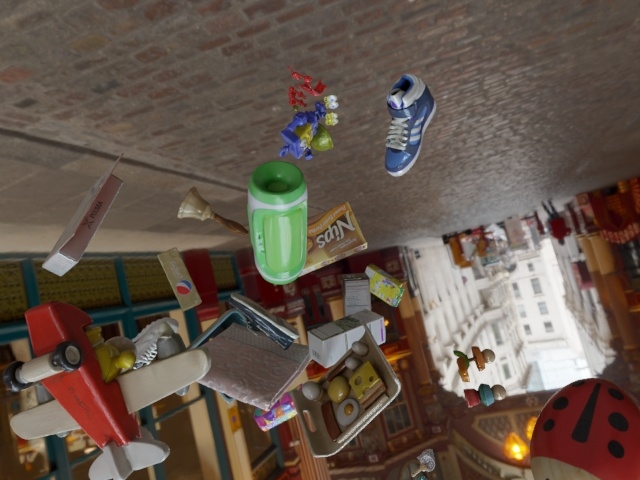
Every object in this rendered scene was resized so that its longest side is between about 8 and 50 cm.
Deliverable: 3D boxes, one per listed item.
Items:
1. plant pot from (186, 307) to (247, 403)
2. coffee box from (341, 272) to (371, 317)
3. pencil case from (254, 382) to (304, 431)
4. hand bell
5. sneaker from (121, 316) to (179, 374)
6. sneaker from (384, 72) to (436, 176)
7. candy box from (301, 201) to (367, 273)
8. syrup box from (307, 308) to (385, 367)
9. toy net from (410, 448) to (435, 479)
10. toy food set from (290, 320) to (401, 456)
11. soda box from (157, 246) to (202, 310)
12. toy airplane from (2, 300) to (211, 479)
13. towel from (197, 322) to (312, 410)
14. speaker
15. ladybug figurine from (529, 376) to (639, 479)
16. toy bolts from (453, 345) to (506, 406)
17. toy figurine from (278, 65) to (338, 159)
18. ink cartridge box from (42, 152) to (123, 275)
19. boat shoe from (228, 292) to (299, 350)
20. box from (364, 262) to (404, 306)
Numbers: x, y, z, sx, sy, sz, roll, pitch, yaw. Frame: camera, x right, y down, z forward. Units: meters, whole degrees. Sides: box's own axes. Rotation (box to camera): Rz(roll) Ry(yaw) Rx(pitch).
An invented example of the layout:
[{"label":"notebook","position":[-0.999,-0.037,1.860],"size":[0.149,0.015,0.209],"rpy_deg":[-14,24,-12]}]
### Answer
[{"label":"plant pot","position":[-0.364,0.425,1.799],"size":[0.248,0.247,0.252],"rpy_deg":[-44,-169,-22]},{"label":"coffee box","position":[0.135,0.253,1.754],"size":[0.098,0.247,0.141],"rpy_deg":[-3,-177,-2]},{"label":"pencil case","position":[-0.140,0.647,1.826],"size":[0.236,0.105,0.104],"rpy_deg":[-29,172,6]},{"label":"hand bell","position":[-0.365,-0.079,1.659],"size":[0.241,0.126,0.126],"rpy_deg":[28,168,-3]},{"label":"sneaker","position":[-0.529,0.332,1.440],"size":[0.235,0.095,0.090],"rpy_deg":[-38,132,-6]},{"label":"sneaker","position":[0.266,-0.406,1.608],"size":[0.130,0.323,0.236],"rpy_deg":[27,-177,39]},{"label":"candy box","position":[0.000,0.000,1.804],"size":[0.316,0.183,0.087],"rpy_deg":[-22,164,-2]},{"label":"syrup box","position":[0.084,0.301,1.469],"size":[0.236,0.097,0.093],"rpy_deg":[-14,-163,-31]},{"label":"toy net","position":[0.405,0.928,1.849],"size":[0.122,0.045,0.232],"rpy_deg":[1,-134,40]},{"label":"toy food set","position":[0.057,0.391,1.260],"size":[0.092,0.220,0.306],"rpy_deg":[35,104,-34]},{"label":"soda box","position":[-0.417,0.115,1.392],"size":[0.061,0.181,0.058],"rpy_deg":[-25,175,-19]},{"label":"toy airplane","position":[-0.469,0.329,1.048],"size":[0.385,0.385,0.272],"rpy_deg":[19,-159,-9]},{"label":"towel","position":[-0.228,0.378,1.474],"size":[0.331,0.054,0.317],"rpy_deg":[14,-159,22]},{"label":"speaker","position":[-0.094,-0.030,1.061],"size":[0.131,0.131,0.297],"rpy_deg":[-13,140,-14]},{"label":"ladybug figurine","position":[0.784,0.579,1.385],"size":[0.305,0.162,0.449],"rpy_deg":[5,-134,41]},{"label":"toy bolts","position":[0.629,0.532,1.833],"size":[0.158,0.229,0.218],"rpy_deg":[-14,169,10]},{"label":"toy figurine","position":[-0.081,-0.356,1.546],"size":[0.217,0.191,0.362],"rpy_deg":[-54,169,-13]},{"label":"ink cartridge box","position":[-0.585,-0.067,1.205],"size":[0.238,0.275,0.060],"rpy_deg":[-25,131,40]},{"label":"boat shoe","position":[-0.182,0.249,1.437],"size":[0.079,0.254,0.095],"rpy_deg":[-52,-156,4]},{"label":"box","position":[0.256,0.182,1.905],"size":[0.043,0.179,0.105],"rpy_deg":[-25,141,-45]}]
